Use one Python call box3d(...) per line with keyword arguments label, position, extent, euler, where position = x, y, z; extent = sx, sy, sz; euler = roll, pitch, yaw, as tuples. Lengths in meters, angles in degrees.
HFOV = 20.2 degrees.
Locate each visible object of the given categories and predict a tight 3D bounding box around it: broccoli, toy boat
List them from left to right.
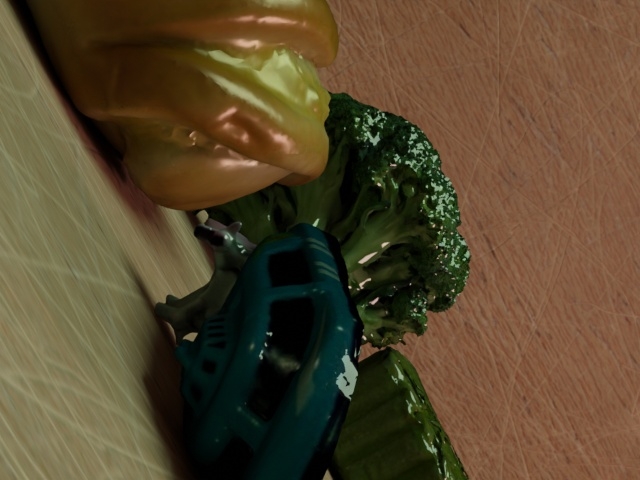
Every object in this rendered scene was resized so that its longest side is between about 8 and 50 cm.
box3d(label="toy boat", position=(-0.045, 0.065, 0.985), extent=(0.092, 0.134, 0.299), euler=(24, 10, -8))
box3d(label="broccoli", position=(0.000, 0.000, 1.651), extent=(0.270, 0.270, 0.270), euler=(61, 35, -16))

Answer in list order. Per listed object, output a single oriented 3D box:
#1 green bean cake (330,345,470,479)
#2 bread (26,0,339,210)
box3d(label="green bean cake", position=(0.075, 0.218, 1.762), extent=(0.214, 0.113, 0.200), euler=(54, 10, -76))
box3d(label="bread", position=(-0.086, -0.157, 1.323), extent=(0.270, 0.211, 0.315), euler=(63, 4, 6))
